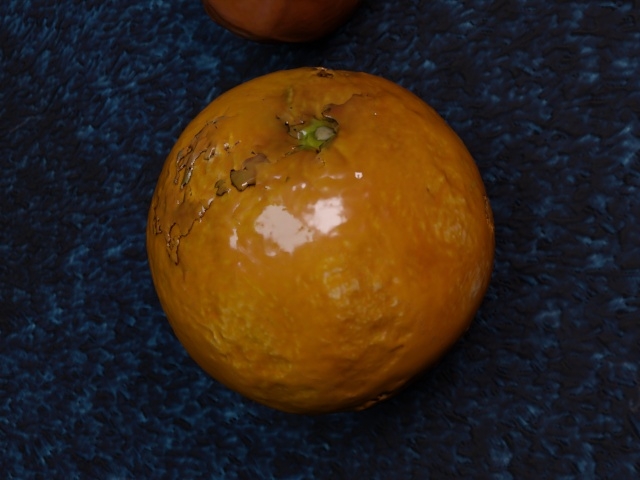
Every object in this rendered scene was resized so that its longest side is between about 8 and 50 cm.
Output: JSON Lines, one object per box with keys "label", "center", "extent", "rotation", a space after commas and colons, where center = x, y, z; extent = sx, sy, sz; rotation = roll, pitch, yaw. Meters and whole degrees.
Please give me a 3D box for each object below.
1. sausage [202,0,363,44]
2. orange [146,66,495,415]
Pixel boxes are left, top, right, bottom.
{"label": "sausage", "center": [-0.027, -0.283, 0.983], "extent": [0.153, 0.141, 0.268], "rotation": [14, 116, 31]}
{"label": "orange", "center": [0.000, 0.000, 0.914], "extent": [0.246, 0.246, 0.246], "rotation": [-5, 80, 29]}
